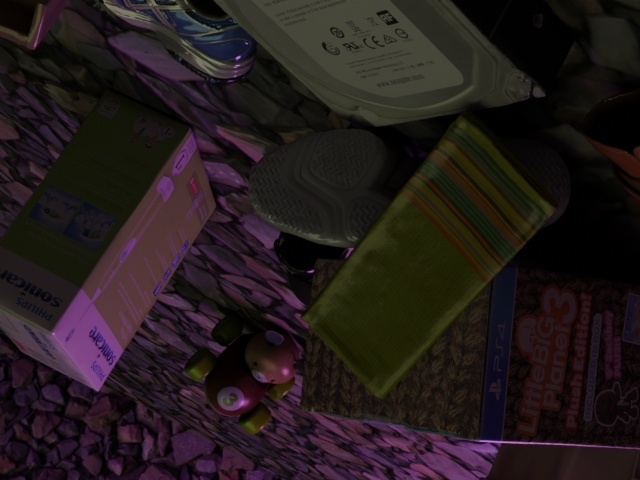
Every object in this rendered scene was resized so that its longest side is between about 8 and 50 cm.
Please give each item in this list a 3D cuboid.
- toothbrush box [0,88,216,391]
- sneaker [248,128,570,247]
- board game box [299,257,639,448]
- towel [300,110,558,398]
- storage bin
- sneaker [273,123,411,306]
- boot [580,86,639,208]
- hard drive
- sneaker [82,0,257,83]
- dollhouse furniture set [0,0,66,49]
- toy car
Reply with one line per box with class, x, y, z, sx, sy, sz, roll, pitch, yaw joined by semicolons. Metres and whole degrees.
toothbrush box;-0.254;0.003;1.423;0.122;0.283;0.206;24;160;15
sneaker;0.078;-0.026;1.066;0.268;0.101;0.153;0;164;8
board game box;0.169;0.103;1.104;0.291;0.141;0.232;10;174;-37
towel;0.077;0.018;0.950;0.102;0.021;0.237;48;124;16
storage bin;0.354;0.283;1.394;0.260;0.123;0.262;24;169;-6
sneaker;0.000;0.000;1.224;0.109;0.130;0.286;34;149;10
boot;0.328;-0.029;0.826;0.220;0.109;0.283;44;164;-24
hard drive;-0.009;-0.213;0.882;0.339;0.064;0.237;41;157;-27
sneaker;-0.138;-0.223;1.046;0.211;0.080;0.081;30;139;-2
dollhouse furniture set;-0.273;-0.356;0.876;0.286;0.198;0.303;22;135;-10
toy car;-0.089;0.196;1.896;0.155;0.149;0.188;47;145;-14
